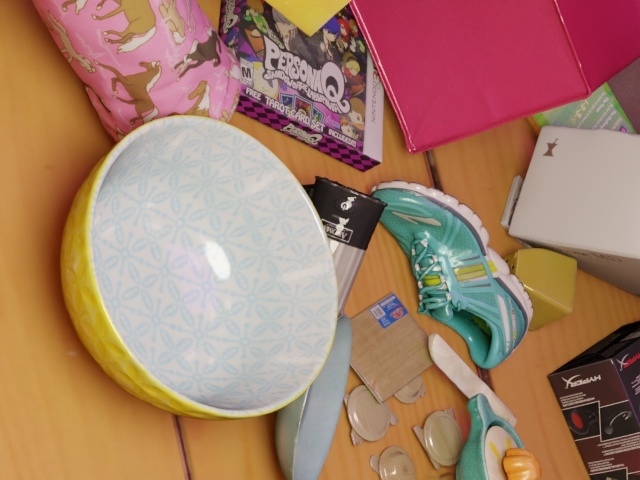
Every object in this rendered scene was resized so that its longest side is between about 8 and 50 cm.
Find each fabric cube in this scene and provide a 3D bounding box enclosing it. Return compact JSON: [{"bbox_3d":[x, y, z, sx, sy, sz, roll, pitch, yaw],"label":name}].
[{"bbox_3d":[0.217,-0.284,1.672,0.258,0.259,0.254,-37,108,-53],"label":"fabric cube"}]

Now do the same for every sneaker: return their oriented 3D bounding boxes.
[{"bbox_3d":[0.153,0.038,1.631,0.275,0.107,0.110,48,56,-19],"label":"sneaker"}]

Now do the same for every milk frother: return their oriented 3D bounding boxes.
[{"bbox_3d":[0.000,0.000,1.503,0.134,0.129,0.143,-68,162,3],"label":"milk frother"}]

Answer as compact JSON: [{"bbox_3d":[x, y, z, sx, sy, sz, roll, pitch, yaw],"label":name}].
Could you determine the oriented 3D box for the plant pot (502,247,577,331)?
[{"bbox_3d":[0.267,0.054,1.748,0.083,0.081,0.081,27,56,-22],"label":"plant pot"}]

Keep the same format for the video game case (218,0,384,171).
[{"bbox_3d":[-0.018,-0.214,1.604,0.232,0.042,0.210,24,57,-36],"label":"video game case"}]

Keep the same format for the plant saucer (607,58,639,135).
[{"bbox_3d":[0.473,-0.237,2.040,0.311,0.050,0.310,4,82,-29],"label":"plant saucer"}]

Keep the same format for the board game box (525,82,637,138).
[{"bbox_3d":[0.361,-0.168,1.922,0.124,0.039,0.259,-36,99,-15],"label":"board game box"}]

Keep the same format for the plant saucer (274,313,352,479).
[{"bbox_3d":[-0.012,0.166,1.403,0.195,0.037,0.195,13,90,-77],"label":"plant saucer"}]

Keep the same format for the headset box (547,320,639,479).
[{"bbox_3d":[0.449,0.265,1.814,0.218,0.110,0.293,-24,91,-46],"label":"headset box"}]

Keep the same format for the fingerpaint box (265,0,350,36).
[{"bbox_3d":[-0.129,-0.479,1.433,0.445,0.163,0.371,35,29,-31],"label":"fingerpaint box"}]

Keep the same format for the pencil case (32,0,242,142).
[{"bbox_3d":[-0.202,-0.240,1.249,0.386,0.160,0.167,61,24,-50],"label":"pencil case"}]

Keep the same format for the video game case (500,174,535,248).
[{"bbox_3d":[0.292,-0.019,1.849,0.122,0.011,0.087,41,49,-24],"label":"video game case"}]

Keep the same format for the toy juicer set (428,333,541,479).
[{"bbox_3d":[0.225,0.273,1.571,0.209,0.089,0.329,27,48,-52],"label":"toy juicer set"}]

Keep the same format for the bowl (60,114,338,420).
[{"bbox_3d":[-0.139,0.042,1.299,0.289,0.156,0.289,19,60,-38],"label":"bowl"}]

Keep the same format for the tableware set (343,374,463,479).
[{"bbox_3d":[0.095,0.211,1.557,0.169,0.020,0.141,-27,93,-45],"label":"tableware set"}]

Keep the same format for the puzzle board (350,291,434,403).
[{"bbox_3d":[0.075,0.121,1.565,0.096,0.011,0.128,52,42,8],"label":"puzzle board"}]

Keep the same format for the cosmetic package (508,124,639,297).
[{"bbox_3d":[0.494,0.002,1.841,0.453,0.230,0.161,23,84,-38],"label":"cosmetic package"}]
